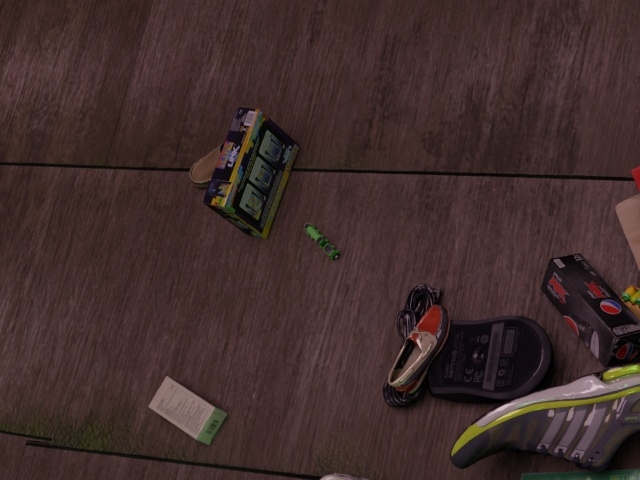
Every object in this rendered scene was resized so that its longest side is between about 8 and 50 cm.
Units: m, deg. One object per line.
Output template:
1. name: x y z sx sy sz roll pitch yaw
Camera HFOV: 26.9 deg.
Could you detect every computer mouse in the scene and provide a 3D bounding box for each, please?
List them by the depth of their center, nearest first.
1. computer mouse: 0.222 0.163 1.885 0.272 0.072 0.188 3 71 44

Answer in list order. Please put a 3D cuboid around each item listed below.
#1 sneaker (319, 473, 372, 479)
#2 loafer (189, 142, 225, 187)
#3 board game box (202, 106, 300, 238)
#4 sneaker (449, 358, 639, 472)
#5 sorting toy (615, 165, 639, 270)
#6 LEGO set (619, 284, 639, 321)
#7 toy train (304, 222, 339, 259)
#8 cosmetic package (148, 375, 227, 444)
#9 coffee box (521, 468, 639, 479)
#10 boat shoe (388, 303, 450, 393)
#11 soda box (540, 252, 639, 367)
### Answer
1. sneaker: 0.078 0.441 1.786 0.114 0.152 0.305 -39 56 6
2. loafer: -0.162 -0.136 2.244 0.148 0.050 0.056 -25 58 18
3. board game box: -0.109 -0.108 2.145 0.048 0.141 0.170 11 74 31
4. sneaker: 0.312 0.247 1.721 0.300 0.111 0.121 -20 78 11
5. sorting toy: 0.521 -0.035 1.727 0.257 0.089 0.255 -25 37 14
6. LEGO set: 0.488 0.138 1.714 0.132 0.107 0.287 -35 56 12
7. toy train: 0.000 0.000 2.107 0.017 0.023 0.083 -46 55 4
8. cosmetic package: -0.207 0.265 2.095 0.115 0.041 0.060 29 85 36
9. coffee box: 0.351 0.355 1.735 0.184 0.040 0.113 -9 65 26
10. boat shoe: 0.138 0.149 1.887 0.049 0.043 0.137 24 86 48
11. soda box: 0.367 0.093 1.809 0.053 0.060 0.169 -9 41 -23
